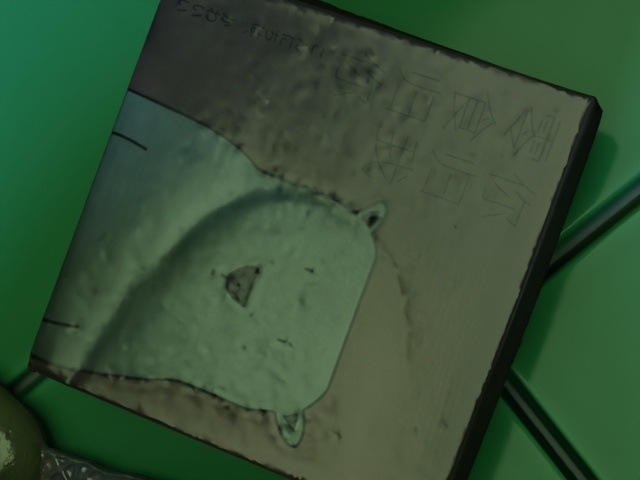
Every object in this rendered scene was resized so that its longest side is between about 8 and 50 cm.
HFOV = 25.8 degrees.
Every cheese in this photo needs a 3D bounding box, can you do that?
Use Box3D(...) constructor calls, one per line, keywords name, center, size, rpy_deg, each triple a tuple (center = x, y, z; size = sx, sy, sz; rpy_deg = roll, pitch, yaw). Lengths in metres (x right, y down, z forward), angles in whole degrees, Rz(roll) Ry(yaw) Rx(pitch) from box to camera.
Box3D(name="cheese", center=(-0.162, 0.117, 0.726), size=(0.192, 0.037, 0.097), rpy_deg=(13, 91, 15))

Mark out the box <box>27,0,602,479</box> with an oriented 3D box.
Box3D(name="box", center=(0.000, 0.000, 0.667), size=(0.215, 0.086, 0.215), rpy_deg=(20, 91, 15))
